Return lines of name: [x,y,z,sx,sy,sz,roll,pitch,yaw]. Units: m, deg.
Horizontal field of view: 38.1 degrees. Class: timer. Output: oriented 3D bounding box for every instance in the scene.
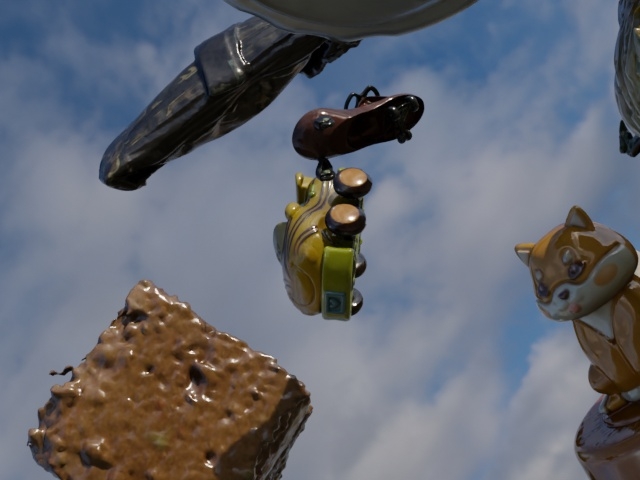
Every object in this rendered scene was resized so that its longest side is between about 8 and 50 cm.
timer: [0.156,0.053,0.451,0.132,0.152,0.132,-39,-3,-2]

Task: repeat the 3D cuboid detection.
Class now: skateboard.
skateboard: [0.037,-0.121,0.951,0.151,0.080,0.067,-22,-52,-30]

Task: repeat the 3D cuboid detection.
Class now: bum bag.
bum bag: [-0.068,-0.123,0.703,0.248,0.102,0.069,-33,-48,-3]

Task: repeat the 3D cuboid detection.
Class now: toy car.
toy car: [0.000,0.000,1.386,0.247,0.142,0.200,-78,-9,-49]

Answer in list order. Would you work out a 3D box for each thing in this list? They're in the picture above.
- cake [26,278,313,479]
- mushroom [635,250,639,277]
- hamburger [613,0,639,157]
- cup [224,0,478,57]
cake: [-0.169,0.239,1.142,0.255,0.282,0.290,-55,-12,-13]
mushroom: [0.339,0.077,0.982,0.088,0.212,0.097,11,-59,-23]
hamburger: [0.192,-0.095,0.342,0.183,0.129,0.206,-23,-12,10]
cup: [0.040,-0.194,0.386,0.221,0.202,0.167,16,-38,-13]
